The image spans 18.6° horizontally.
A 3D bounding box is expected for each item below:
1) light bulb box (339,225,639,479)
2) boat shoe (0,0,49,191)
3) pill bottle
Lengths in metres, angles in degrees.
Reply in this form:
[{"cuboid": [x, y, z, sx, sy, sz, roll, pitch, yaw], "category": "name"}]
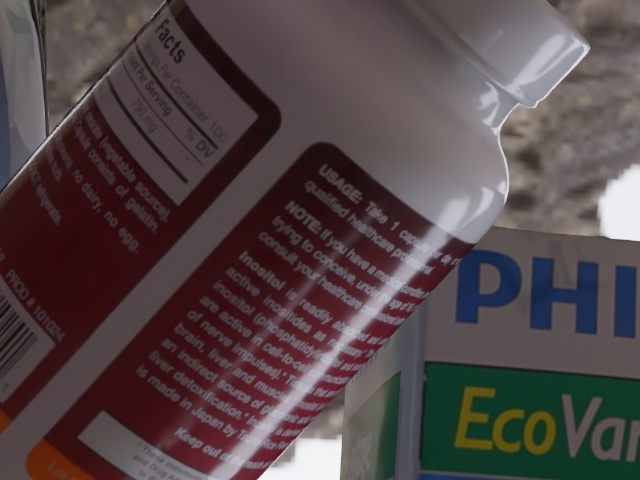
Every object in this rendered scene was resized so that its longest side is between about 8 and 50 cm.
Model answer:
[{"cuboid": [0.185, 0.199, 0.794, 0.358, 0.225, 0.361, 5, -103, -6], "category": "light bulb box"}, {"cuboid": [-0.154, -0.139, 0.825, 0.105, 0.113, 0.306, -4, -108, -51], "category": "boat shoe"}, {"cuboid": [-0.016, -0.007, 0.425, 0.086, 0.152, 0.086, 41, -170, -9], "category": "pill bottle"}]
